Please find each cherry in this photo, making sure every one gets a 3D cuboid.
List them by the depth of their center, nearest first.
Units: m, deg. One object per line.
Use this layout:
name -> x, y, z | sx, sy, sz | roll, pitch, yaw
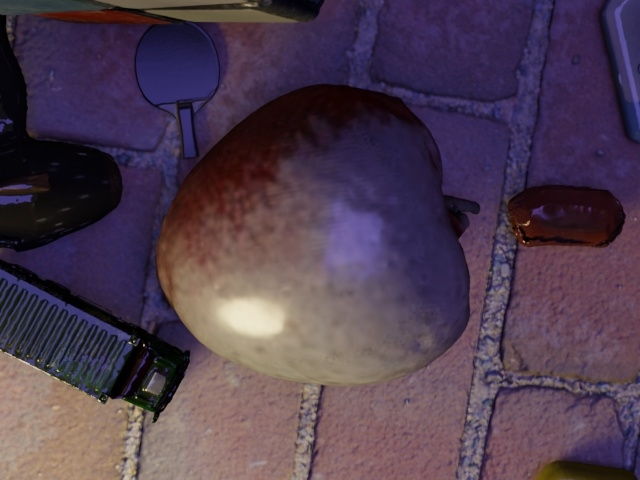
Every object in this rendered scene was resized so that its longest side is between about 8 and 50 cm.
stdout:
cherry -> 0.006, 0.012, 1.387 | 0.335, 0.291, 0.326 | -42, 93, 4

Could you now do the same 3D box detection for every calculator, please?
calculator -> 0.407, -0.211, 1.560 | 0.121, 0.039, 0.210 | -15, 98, -8

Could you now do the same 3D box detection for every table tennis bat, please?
table tennis bat -> -0.157, -0.171, 1.468 | 0.095, 0.014, 0.158 | -9, 95, -11

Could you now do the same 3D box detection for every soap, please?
soap -> 0.325, 0.315, 1.584 | 0.140, 0.045, 0.089 | 9, 96, -11

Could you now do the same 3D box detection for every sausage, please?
sausage -> 0.289, -0.028, 1.536 | 0.141, 0.076, 0.076 | -1, 95, -9

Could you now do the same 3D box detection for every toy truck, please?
toy truck -> -0.268, 0.104, 1.415 | 0.259, 0.121, 0.088 | 28, 90, -11

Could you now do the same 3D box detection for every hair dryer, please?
hair dryer -> -0.379, -0.161, 1.384 | 0.304, 0.120, 0.359 | -6, 84, -23

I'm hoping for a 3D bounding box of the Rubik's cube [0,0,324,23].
Rubik's cube -> -0.186, -0.375, 1.247 | 0.316, 0.313, 0.318 | 3, 95, 19
